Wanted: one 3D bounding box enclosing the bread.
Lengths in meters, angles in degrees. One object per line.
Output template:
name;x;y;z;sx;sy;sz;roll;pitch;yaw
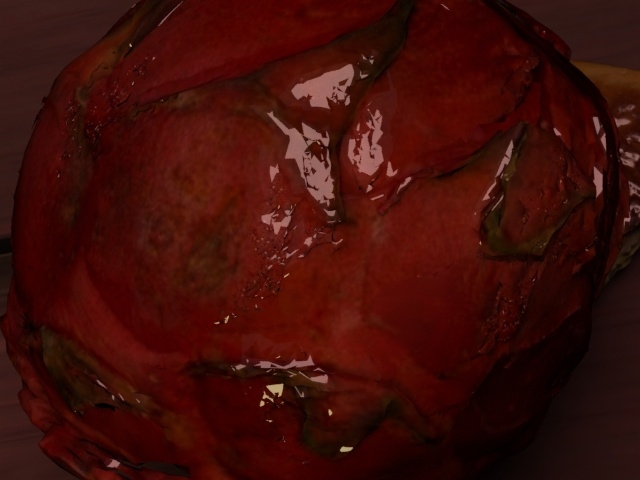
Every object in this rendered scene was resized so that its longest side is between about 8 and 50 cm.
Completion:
bread;0.151;-0.051;0.946;0.154;0.054;0.136;-34;64;-14

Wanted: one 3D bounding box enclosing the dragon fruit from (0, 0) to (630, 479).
dragon fruit;0.000;0.000;0.813;0.301;0.296;0.295;-47;63;12
